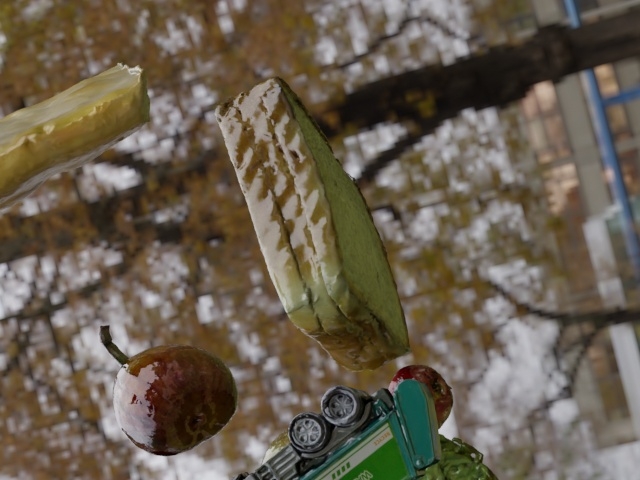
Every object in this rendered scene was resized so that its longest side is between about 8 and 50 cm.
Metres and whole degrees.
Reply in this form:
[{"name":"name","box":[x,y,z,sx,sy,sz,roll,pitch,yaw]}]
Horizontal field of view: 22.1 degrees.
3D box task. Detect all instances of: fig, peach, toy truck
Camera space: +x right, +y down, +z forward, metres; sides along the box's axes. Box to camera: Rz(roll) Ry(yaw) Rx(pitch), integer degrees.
[{"name":"fig","box":[-0.213,0.208,2.158,0.149,0.202,0.148,-60,-44,-44]},{"name":"peach","box":[0.097,0.177,1.743,0.077,0.083,0.050,51,-139,0]},{"name":"toy truck","box":[0.007,0.225,1.605,0.124,0.253,0.114,51,-177,12]}]

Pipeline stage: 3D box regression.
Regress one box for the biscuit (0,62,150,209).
[{"name":"biscuit","box":[-0.415,-0.123,2.305,0.104,0.446,0.429,64,167,-14]}]

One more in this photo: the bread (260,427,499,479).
[{"name":"bread","box":[0.072,0.338,2.163,0.376,0.251,0.208,-172,72,-67]}]

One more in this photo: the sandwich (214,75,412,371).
[{"name":"sandwich","box":[0.000,0.000,1.821,0.301,0.099,0.271,50,-157,-65]}]
